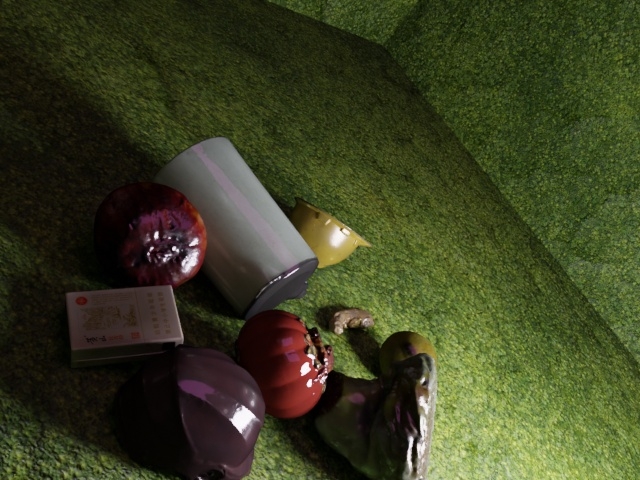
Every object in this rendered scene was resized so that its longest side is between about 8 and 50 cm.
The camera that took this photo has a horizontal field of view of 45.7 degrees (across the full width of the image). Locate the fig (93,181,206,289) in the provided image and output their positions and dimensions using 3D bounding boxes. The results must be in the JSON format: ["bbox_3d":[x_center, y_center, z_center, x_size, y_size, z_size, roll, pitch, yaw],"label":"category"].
[{"bbox_3d":[-0.362,-0.012,1.572,0.224,0.224,0.263,1,43,-49],"label":"fig"}]

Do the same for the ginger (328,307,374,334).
[{"bbox_3d":[0.071,0.205,1.950,0.173,0.051,0.069,-11,51,-49],"label":"ginger"}]

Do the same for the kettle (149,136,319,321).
[{"bbox_3d":[-0.189,-0.013,1.798,0.376,0.250,0.361,50,2,12],"label":"kettle"}]

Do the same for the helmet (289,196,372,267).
[{"bbox_3d":[0.000,0.000,2.053,0.257,0.140,0.205,36,-5,-33],"label":"helmet"}]

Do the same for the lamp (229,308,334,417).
[{"bbox_3d":[-0.075,0.248,1.543,0.227,0.227,0.226,29,31,-20],"label":"lamp"}]

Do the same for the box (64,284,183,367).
[{"bbox_3d":[-0.367,0.157,1.415,0.201,0.058,0.141,-4,47,-23],"label":"box"}]

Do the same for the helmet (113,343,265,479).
[{"bbox_3d":[-0.205,0.296,1.369,0.306,0.177,0.225,20,33,-30],"label":"helmet"}]

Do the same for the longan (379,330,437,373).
[{"bbox_3d":[0.221,0.307,1.898,0.176,0.145,0.154,68,24,-56],"label":"longan"}]

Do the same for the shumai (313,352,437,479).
[{"bbox_3d":[0.111,0.397,1.640,0.264,0.303,0.309,7,30,11],"label":"shumai"}]
